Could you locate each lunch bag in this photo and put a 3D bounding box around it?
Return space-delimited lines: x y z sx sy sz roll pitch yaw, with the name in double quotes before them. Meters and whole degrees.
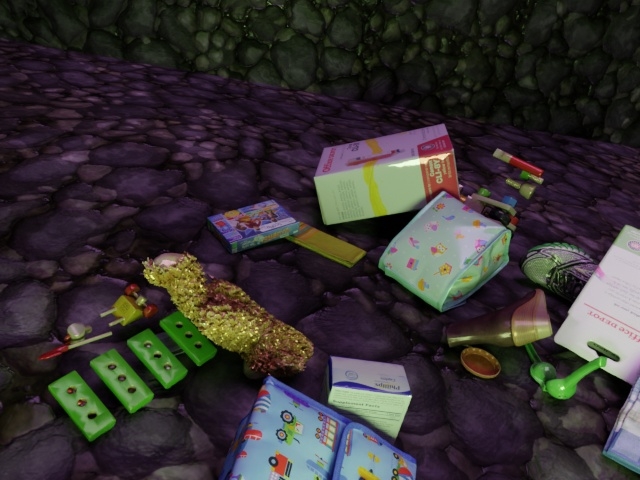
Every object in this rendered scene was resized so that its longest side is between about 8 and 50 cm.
"lunch bag" 0.306 0.040 1.288 0.262 0.160 0.223 -40 52 -15
"lunch bag" 0.010 0.358 0.695 0.294 0.138 0.221 25 31 -5

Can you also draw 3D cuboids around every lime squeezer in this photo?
"lime squeezer" 0.468 0.257 1.049 0.059 0.109 0.310 -8 1 -4

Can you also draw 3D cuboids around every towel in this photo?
"towel" 0.668 0.334 0.931 0.209 0.034 0.285 22 50 38
"towel" 0.000 0.000 1.381 0.237 0.021 0.102 25 33 20

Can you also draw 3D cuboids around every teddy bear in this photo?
"teddy bear" -0.174 0.137 0.904 0.338 0.113 0.245 43 -19 -25

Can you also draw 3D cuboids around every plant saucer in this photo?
"plant saucer" 0.333 0.257 1.074 0.084 0.013 0.083 9 29 -5

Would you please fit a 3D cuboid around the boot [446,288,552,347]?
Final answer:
"boot" 0.387 0.171 1.126 0.207 0.090 0.248 -10 2 22

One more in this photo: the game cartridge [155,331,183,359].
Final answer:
"game cartridge" -0.286 0.193 0.946 0.083 0.017 0.056 -13 42 -37

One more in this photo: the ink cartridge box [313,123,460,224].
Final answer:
"ink cartridge box" 0.192 -0.197 1.503 0.385 0.160 0.279 -10 26 13

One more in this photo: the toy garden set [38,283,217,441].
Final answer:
"toy garden set" -0.336 0.192 0.867 0.204 0.049 0.244 40 43 18

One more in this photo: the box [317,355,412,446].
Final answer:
"box" 0.064 0.266 0.831 0.126 0.137 0.072 9 29 -7

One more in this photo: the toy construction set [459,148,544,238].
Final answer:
"toy construction set" 0.454 -0.116 1.467 0.237 0.308 0.258 35 28 25

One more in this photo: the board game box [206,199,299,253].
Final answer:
"board game box" -0.175 -0.040 1.342 0.201 0.035 0.136 -18 41 -30

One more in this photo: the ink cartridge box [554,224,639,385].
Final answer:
"ink cartridge box" 0.707 0.162 1.179 0.207 0.119 0.353 32 73 30

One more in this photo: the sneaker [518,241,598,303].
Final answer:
"sneaker" 0.689 0.115 1.335 0.344 0.134 0.146 22 33 17
